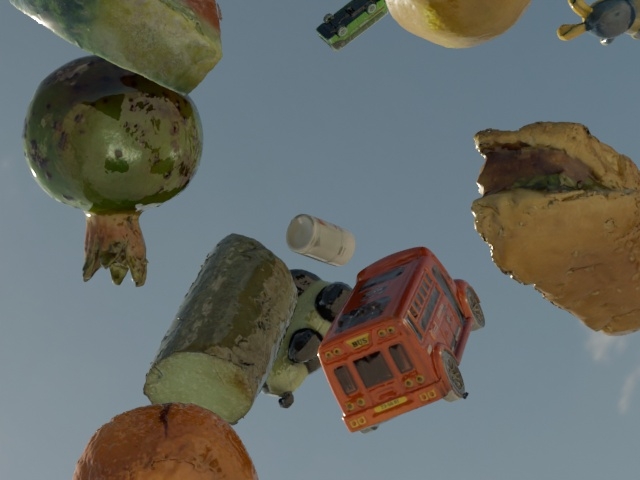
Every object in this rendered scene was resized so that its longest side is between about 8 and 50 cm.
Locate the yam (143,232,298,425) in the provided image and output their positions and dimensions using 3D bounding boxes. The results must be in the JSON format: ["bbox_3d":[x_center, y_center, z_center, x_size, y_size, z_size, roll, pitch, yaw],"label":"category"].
[{"bbox_3d":[-0.133,0.126,1.998,0.304,0.168,0.168,-65,-17,-52],"label":"yam"}]

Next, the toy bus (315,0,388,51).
[{"bbox_3d":[0.036,-0.249,1.570,0.083,0.031,0.037,-39,-31,-7],"label":"toy bus"}]

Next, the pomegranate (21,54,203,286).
[{"bbox_3d":[-0.278,-0.098,1.774,0.231,0.231,0.285,40,-117,-57],"label":"pomegranate"}]

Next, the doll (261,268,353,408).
[{"bbox_3d":[-0.034,0.155,2.262,0.234,0.144,0.135,-51,-41,-23],"label":"doll"}]

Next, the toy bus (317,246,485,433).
[{"bbox_3d":[0.103,0.111,1.739,0.153,0.143,0.329,62,-159,-10],"label":"toy bus"}]

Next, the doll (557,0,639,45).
[{"bbox_3d":[0.401,-0.303,1.849,0.179,0.089,0.102,0,-52,-18],"label":"doll"}]

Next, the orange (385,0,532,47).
[{"bbox_3d":[0.201,-0.423,2.071,0.279,0.235,0.279,17,-109,-58],"label":"orange"}]

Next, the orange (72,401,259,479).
[{"bbox_3d":[-0.150,0.250,1.358,0.193,0.161,0.193,-3,-70,-7],"label":"orange"}]

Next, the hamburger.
[{"bbox_3d":[0.240,-0.003,1.196,0.262,0.131,0.124,32,-126,-46],"label":"hamburger"}]

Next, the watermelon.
[{"bbox_3d":[-0.220,-0.304,1.545,0.193,0.310,0.232,-62,-2,12],"label":"watermelon"}]

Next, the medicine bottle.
[{"bbox_3d":[0.000,0.000,1.934,0.089,0.057,0.057,20,-80,-45],"label":"medicine bottle"}]
